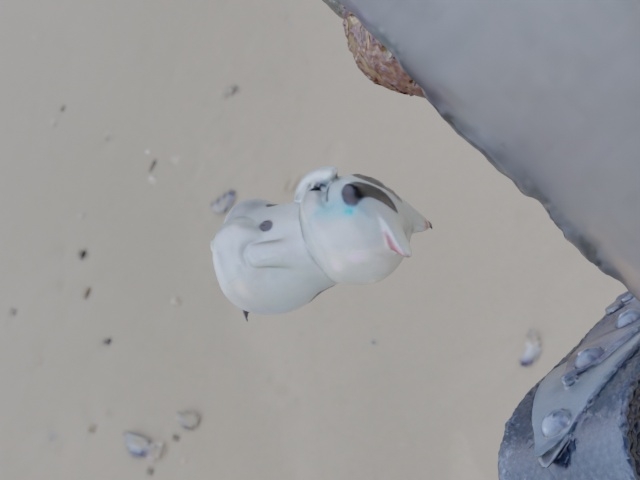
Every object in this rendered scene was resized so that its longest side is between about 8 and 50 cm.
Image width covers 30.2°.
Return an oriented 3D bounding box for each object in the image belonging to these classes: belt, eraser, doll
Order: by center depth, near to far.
[{"bbox_3d":[0.145,-0.023,0.416,0.077,0.352,0.111,-42,9,34],"label":"eraser"},{"bbox_3d":[0.186,0.107,0.680,0.128,0.218,0.122,-31,90,43],"label":"belt"},{"bbox_3d":[-0.007,0.000,1.025,0.180,0.107,0.110,-21,18,21],"label":"doll"}]

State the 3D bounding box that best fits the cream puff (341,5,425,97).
[{"bbox_3d":[0.078,-0.134,0.593,0.149,0.084,0.149,-20,33,14],"label":"cream puff"}]

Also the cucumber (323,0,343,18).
[{"bbox_3d":[0.065,-0.190,0.942,0.303,0.072,0.081,-130,51,-59],"label":"cucumber"}]
